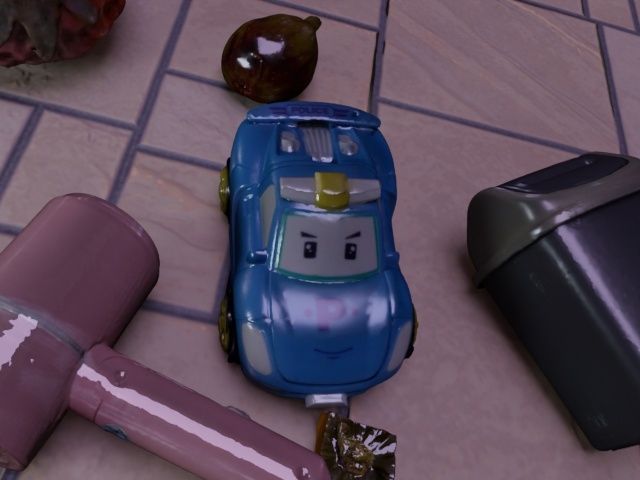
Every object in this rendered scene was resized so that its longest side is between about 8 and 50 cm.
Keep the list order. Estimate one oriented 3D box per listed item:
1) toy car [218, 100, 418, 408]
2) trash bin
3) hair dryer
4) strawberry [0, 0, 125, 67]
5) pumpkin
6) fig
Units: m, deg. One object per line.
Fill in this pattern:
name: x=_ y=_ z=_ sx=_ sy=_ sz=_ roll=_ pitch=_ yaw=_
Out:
toy car: x=0.000 y=0.000 z=0.635 sx=0.198 sy=0.166 sz=0.314 roll=2 pitch=59 yaw=-10
trash bin: x=0.299 y=0.049 z=0.678 sx=0.209 sy=0.182 sz=0.290 roll=-19 pitch=70 yaw=-26
hair dryer: x=-0.134 y=0.121 z=0.542 sx=0.352 sy=0.125 sz=0.210 roll=27 pitch=54 yaw=1
strawberry: x=-0.363 y=-0.335 z=0.766 sx=0.265 sy=0.149 sz=0.336 roll=-23 pitch=57 yaw=-20
pumpkin: x=0.030 y=0.201 z=0.579 sx=0.074 sy=0.054 sz=0.083 roll=20 pitch=51 yaw=-9
fig: x=-0.051 y=-0.239 z=0.806 sx=0.109 sy=0.103 sz=0.155 roll=41 pitch=63 yaw=-15
